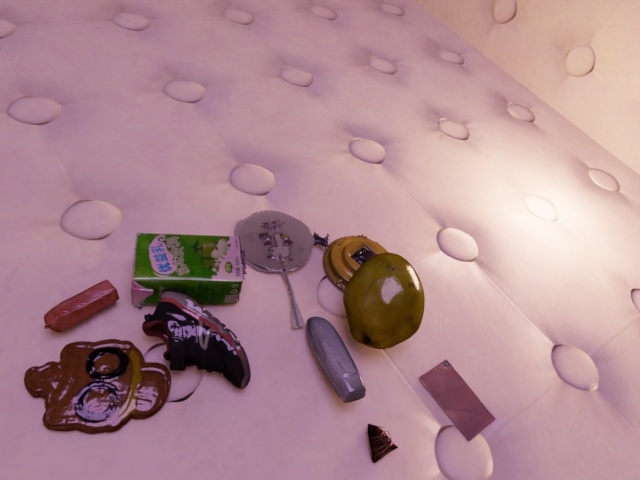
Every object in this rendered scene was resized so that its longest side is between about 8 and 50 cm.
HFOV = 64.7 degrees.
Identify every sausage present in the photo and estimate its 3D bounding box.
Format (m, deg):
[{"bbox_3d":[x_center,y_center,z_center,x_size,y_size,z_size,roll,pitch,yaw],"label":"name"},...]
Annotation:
[{"bbox_3d":[-0.548,0.155,1.148,0.065,0.065,0.169,41,48,18],"label":"sausage"}]

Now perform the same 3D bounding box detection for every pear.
[{"bbox_3d":[0.164,0.151,1.304,0.213,0.212,0.269,23,56,1],"label":"pear"}]

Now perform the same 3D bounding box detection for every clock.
[{"bbox_3d":[0.124,0.065,1.475,0.237,0.057,0.237,10,45,-11],"label":"clock"}]

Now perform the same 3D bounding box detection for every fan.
[{"bbox_3d":[-0.106,0.062,1.407,0.233,0.012,0.414,-10,53,-17],"label":"fan"}]

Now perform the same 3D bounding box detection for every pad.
[{"bbox_3d":[0.345,0.400,1.282,0.113,0.006,0.187,-21,60,-35],"label":"pad"}]

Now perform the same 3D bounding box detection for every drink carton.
[{"bbox_3d":[-0.327,0.076,1.266,0.271,0.108,0.161,2,46,-17],"label":"drink carton"}]

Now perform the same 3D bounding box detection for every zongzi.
[{"bbox_3d":[0.127,0.436,1.124,0.067,0.073,0.083,-24,58,-14],"label":"zongzi"}]

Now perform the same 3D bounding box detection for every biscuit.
[{"bbox_3d":[-0.465,0.296,1.062,0.291,0.041,0.208,8,46,-14],"label":"biscuit"}]

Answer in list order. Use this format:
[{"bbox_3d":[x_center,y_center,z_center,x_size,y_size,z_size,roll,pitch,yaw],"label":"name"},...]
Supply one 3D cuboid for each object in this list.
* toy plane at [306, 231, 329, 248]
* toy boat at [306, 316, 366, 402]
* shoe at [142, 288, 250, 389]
[{"bbox_3d":[0.000,0.000,1.501,0.079,0.031,0.083,-16,37,-29],"label":"toy plane"},{"bbox_3d":[0.026,0.282,1.233,0.078,0.085,0.260,-6,41,-26],"label":"toy boat"},{"bbox_3d":[-0.281,0.235,1.128,0.291,0.114,0.137,38,53,10],"label":"shoe"}]
